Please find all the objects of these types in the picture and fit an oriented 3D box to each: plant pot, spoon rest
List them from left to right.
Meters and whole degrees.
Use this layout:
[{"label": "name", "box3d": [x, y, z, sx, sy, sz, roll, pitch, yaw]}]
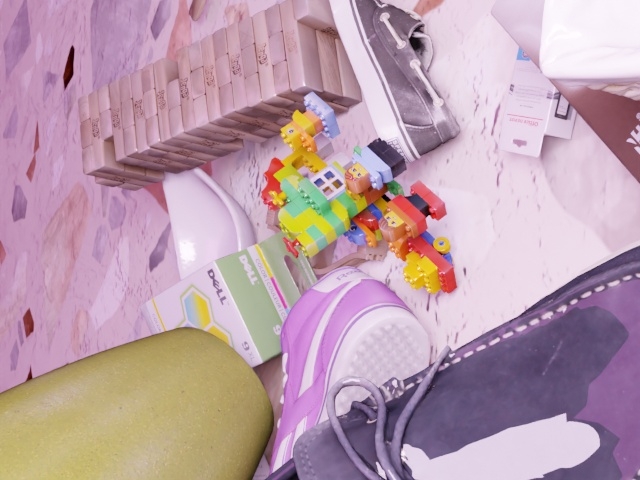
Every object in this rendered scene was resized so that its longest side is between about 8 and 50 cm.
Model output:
[{"label": "plant pot", "box3d": [-0.183, 0.211, 0.911, 0.275, 0.293, 0.274, 25, 135, 28]}, {"label": "spoon rest", "box3d": [-0.131, -0.048, 1.180, 0.137, 0.084, 0.276, -42, 49, 46]}]

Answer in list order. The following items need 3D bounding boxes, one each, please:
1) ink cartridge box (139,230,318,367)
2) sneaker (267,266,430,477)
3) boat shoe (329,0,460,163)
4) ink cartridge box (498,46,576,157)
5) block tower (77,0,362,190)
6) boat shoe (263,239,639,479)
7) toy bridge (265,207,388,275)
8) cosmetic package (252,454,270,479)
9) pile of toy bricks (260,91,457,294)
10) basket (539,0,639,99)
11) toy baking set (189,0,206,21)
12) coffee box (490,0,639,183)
[{"label": "ink cartridge box", "box3d": [-0.087, 0.075, 1.053, 0.209, 0.062, 0.109, -28, 86, 47]}, {"label": "sneaker", "box3d": [0.000, 0.159, 0.932, 0.282, 0.102, 0.161, -66, 28, 13]}, {"label": "boat shoe", "box3d": [0.064, -0.158, 0.915, 0.070, 0.078, 0.219, -25, 56, 11]}, {"label": "ink cartridge box", "box3d": [0.162, -0.102, 0.778, 0.048, 0.028, 0.083, 22, 102, 57]}, {"label": "block tower", "box3d": [-0.110, -0.139, 1.069, 0.335, 0.091, 0.097, -19, 72, 36]}, {"label": "boat shoe", "box3d": [0.070, 0.175, 0.677, 0.500, 0.156, 0.187, -41, 54, 22]}, {"label": "toy bridge", "box3d": [0.000, 0.000, 1.015, 0.188, 0.026, 0.063, 16, 98, 56]}, {"label": "cosmetic package", "box3d": [-0.098, 0.279, 1.061, 0.117, 0.085, 0.231, -61, 40, 31]}, {"label": "pile of toy bricks", "box3d": [0.010, -0.026, 0.871, 0.212, 0.105, 0.118, 45, 166, 35]}, {"label": "basket", "box3d": [0.187, -0.147, 0.498, 0.113, 0.103, 0.167, 7, 87, 55]}, {"label": "toy baking set", "box3d": [-0.125, -0.405, 1.299, 0.197, 0.030, 0.256, -36, 54, 52]}, {"label": "coffee box", "box3d": [0.222, -0.117, 0.620, 0.141, 0.098, 0.246, -59, 39, 31]}]
